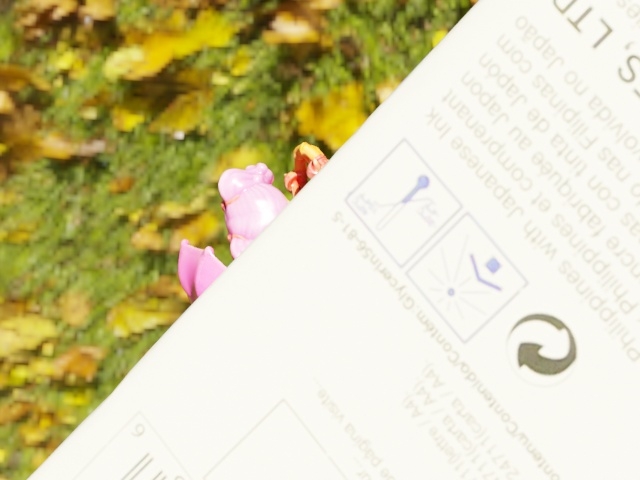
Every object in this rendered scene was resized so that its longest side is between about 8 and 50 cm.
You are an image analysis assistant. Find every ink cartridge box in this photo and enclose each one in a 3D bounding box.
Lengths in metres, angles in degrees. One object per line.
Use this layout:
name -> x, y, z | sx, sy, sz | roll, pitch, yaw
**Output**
ink cartridge box -> 0.041, 0.142, 0.428 | 0.395, 0.270, 0.151 | -45, 162, 21

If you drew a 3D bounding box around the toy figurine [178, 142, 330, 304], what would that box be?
toy figurine -> 0.000, 0.000, 0.827 | 0.159, 0.173, 0.130 | -4, 174, -23
